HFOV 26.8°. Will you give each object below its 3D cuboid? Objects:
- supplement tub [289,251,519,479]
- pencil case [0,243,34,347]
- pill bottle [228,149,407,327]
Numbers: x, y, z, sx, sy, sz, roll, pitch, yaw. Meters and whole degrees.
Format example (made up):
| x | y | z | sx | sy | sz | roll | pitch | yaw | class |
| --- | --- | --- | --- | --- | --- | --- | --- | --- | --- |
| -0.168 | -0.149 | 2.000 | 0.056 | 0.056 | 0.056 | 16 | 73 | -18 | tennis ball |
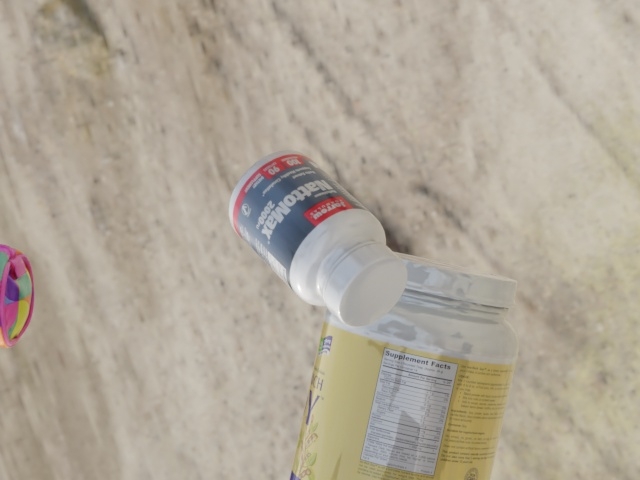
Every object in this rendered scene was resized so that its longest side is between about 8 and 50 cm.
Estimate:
| x | y | z | sx | sy | sz | roll | pitch | yaw | class |
| --- | --- | --- | --- | --- | --- | --- | --- | --- | --- |
| 0.105 | 0.189 | 1.626 | 0.241 | 0.241 | 0.331 | 16 | 94 | 66 | supplement tub |
| -0.387 | 0.041 | 1.243 | 0.104 | 0.236 | 0.104 | 7 | -90 | -87 | pencil case |
| 0.000 | 0.000 | 1.305 | 0.180 | 0.108 | 0.108 | 43 | 147 | 38 | pill bottle |
